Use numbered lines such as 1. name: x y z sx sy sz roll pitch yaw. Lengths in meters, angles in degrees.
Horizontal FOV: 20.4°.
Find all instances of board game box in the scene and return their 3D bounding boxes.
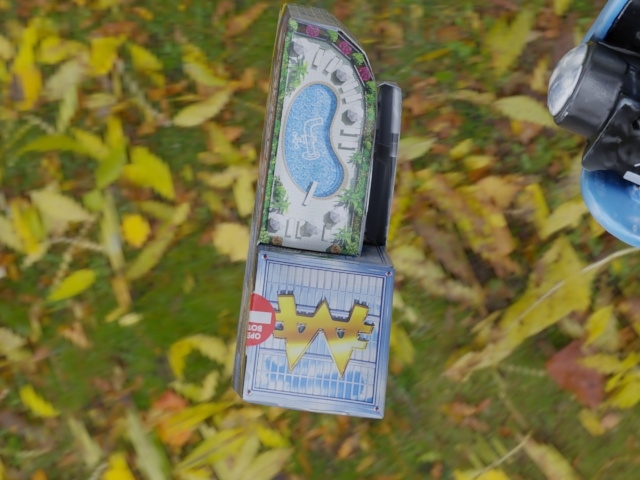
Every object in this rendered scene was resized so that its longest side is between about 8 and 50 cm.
1. board game box: 0.000 0.000 0.775 0.060 0.194 0.194 7 100 -4

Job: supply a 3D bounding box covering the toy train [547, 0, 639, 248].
1. toy train: 0.162 -0.032 0.569 0.184 0.105 0.080 23 139 -4
